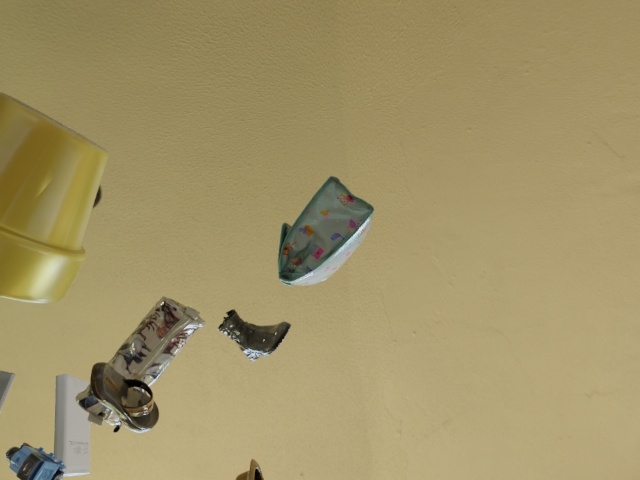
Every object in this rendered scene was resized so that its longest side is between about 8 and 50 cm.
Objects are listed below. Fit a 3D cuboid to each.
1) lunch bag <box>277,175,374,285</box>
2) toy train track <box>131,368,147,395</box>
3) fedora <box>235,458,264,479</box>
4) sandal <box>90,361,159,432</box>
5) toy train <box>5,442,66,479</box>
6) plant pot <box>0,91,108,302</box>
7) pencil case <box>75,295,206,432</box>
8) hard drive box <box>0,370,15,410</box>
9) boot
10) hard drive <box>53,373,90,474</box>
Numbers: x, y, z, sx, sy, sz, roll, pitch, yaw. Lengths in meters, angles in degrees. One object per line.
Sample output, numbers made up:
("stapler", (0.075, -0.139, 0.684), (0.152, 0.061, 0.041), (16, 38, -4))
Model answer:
("lunch bag", (0.000, 0.000, 1.137), (0.160, 0.223, 0.262), (39, -91, 9))
("toy train track", (-0.455, 0.365, 1.179), (0.048, 0.014, 0.084), (-26, -86, -26))
("fedora", (-0.241, 0.839, 1.561), (0.079, 0.194, 0.195), (-13, -76, 2))
("sandal", (-0.359, 0.296, 0.895), (0.060, 0.090, 0.220), (-20, -48, -3))
("toy train", (-0.767, 0.601, 1.250), (0.184, 0.080, 0.105), (10, -32, 30))
("plant pot", (-0.447, -0.069, 0.690), (0.253, 0.254, 0.239), (28, -96, -4))
("pencil case", (-0.522, 0.350, 1.384), (0.410, 0.183, 0.160), (-51, -59, -13))
("hard drive box", (-0.427, 0.252, 0.494), (0.089, 0.233, 0.181), (26, -30, -28))
("boot", (-0.203, 0.259, 1.349), (0.161, 0.083, 0.246), (43, -44, -9))
("hard drive", (-0.837, 0.626, 1.582), (0.040, 0.203, 0.308), (-11, -115, -7))
